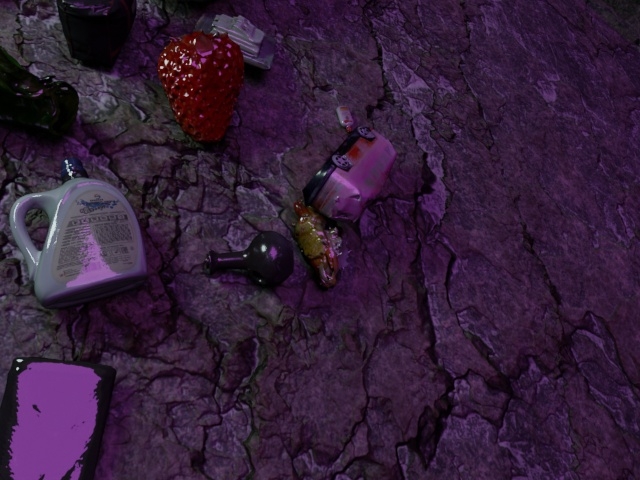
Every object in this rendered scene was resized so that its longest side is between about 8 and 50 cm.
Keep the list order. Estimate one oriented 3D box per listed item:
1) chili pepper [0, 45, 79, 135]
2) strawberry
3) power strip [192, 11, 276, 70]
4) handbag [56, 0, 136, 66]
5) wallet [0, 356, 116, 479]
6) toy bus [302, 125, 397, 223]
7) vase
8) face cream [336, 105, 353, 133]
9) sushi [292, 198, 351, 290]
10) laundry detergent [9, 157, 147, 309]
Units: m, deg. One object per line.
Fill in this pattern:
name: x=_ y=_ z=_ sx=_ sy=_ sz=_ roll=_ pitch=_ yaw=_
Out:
chili pepper: x=-0.678 y=-0.316 z=0.990 sx=0.385 sy=0.213 sz=0.167 roll=23 pitch=101 yaw=-9
strawberry: x=-0.272 y=-0.346 z=1.204 sx=0.205 sy=0.205 sz=0.244 roll=-4 pitch=91 yaw=-26
power strip: x=-0.211 y=-0.535 z=1.338 sx=0.213 sy=0.064 sz=0.198 roll=17 pitch=41 yaw=-17
handbag: x=-0.499 y=-0.522 z=1.172 sx=0.155 sy=0.169 sz=0.215 roll=11 pitch=59 yaw=-16
wallet: x=-0.449 y=0.321 z=0.858 sx=0.168 sy=0.052 sz=0.245 roll=13 pitch=66 yaw=-19
toy bus: x=0.078 y=-0.159 z=1.239 sx=0.147 sy=0.127 sz=0.303 roll=35 pitch=39 yaw=-2
vase: x=-0.150 y=0.040 z=1.098 sx=0.183 sy=0.120 sz=0.120 roll=-2 pitch=66 yaw=-9
face cream: x=0.070 y=-0.331 z=1.426 sx=0.040 sy=0.021 sz=0.083 roll=-7 pitch=69 yaw=-26
sushi: x=0.004 y=-0.001 z=1.188 sx=0.103 sy=0.097 sz=0.226 roll=-17 pitch=73 yaw=-30
laundry detergent: x=-0.461 y=-0.027 z=0.985 sx=0.215 sy=0.105 sz=0.280 roll=-16 pitch=75 yaw=-28
